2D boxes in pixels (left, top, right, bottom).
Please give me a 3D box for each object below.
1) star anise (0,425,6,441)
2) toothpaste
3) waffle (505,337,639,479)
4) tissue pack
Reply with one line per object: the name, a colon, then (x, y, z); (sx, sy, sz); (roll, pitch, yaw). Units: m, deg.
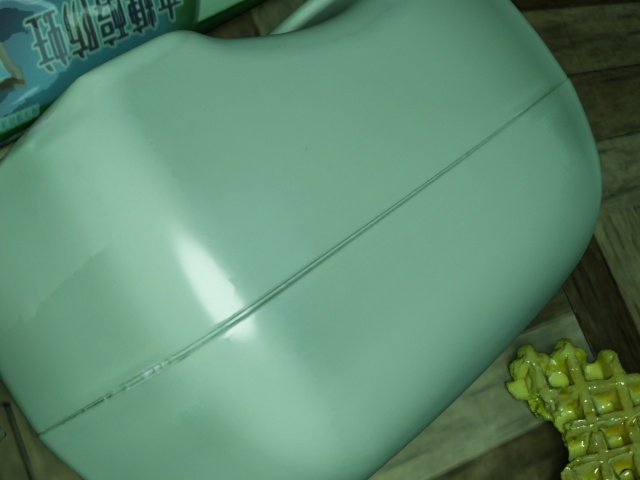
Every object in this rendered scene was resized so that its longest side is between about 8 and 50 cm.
star anise: (-0.264, 0.137, 0.329); (0.346, 0.237, 0.148); (-8, 78, -2)
toothpaste: (-0.113, -0.153, 0.670); (0.392, 0.061, 0.099); (-36, 105, -40)
waffle: (0.182, 0.161, 0.725); (0.149, 0.051, 0.194); (16, 58, 20)
tissue pack: (0.000, 0.000, 0.568); (0.333, 0.229, 0.236); (-36, 93, -43)
